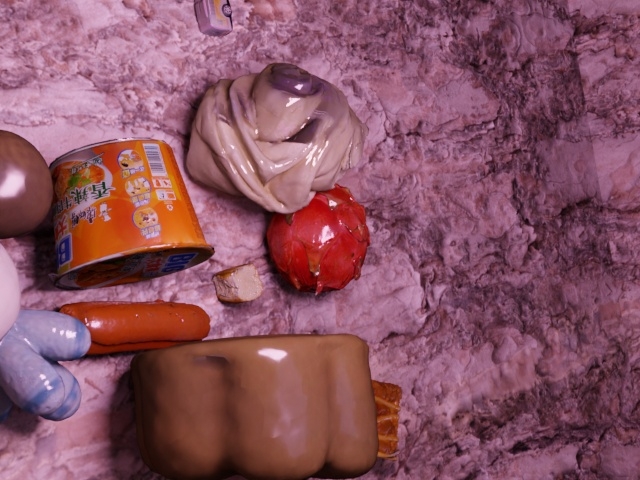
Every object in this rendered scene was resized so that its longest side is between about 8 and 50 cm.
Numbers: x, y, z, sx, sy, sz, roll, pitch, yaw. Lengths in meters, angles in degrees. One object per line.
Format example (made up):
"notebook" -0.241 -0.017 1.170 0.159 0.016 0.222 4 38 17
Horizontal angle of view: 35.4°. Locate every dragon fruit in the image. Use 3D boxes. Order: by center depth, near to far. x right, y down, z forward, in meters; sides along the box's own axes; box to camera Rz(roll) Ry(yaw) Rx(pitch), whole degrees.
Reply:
"dragon fruit" -0.003 -0.007 2.186 0.241 0.241 0.252 17 95 -43

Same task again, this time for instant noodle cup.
"instant noodle cup" -0.353 -0.049 1.804 0.296 0.296 0.214 -3 75 -47

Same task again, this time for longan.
"longan" -0.538 -0.094 1.654 0.212 0.198 0.198 30 54 -78

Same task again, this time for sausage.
"sausage" -0.342 0.160 1.887 0.330 0.102 0.102 3 79 -46

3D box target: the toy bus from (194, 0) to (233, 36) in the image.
"toy bus" -0.238 -0.530 2.178 0.072 0.057 0.172 -7 85 -41

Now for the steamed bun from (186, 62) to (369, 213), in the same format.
"steamed bun" -0.081 -0.247 2.067 0.393 0.237 0.347 -12 55 -22

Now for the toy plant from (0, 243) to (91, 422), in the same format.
"toy plant" -0.507 0.178 1.621 0.332 0.247 0.247 51 49 -28

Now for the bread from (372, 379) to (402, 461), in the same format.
"bread" 0.059 0.388 2.242 0.274 0.114 0.185 20 67 -40

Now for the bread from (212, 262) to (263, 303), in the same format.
"bread" -0.172 0.092 2.094 0.083 0.070 0.077 -21 96 -45

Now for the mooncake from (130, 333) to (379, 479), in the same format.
"mooncake" -0.121 0.308 1.836 0.467 0.467 0.262 6 79 -46
